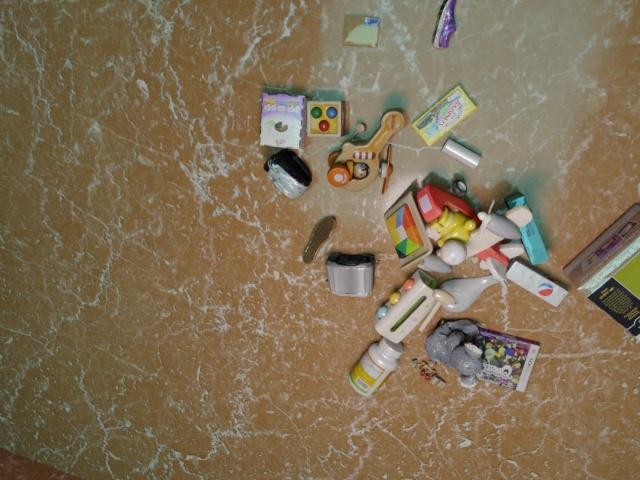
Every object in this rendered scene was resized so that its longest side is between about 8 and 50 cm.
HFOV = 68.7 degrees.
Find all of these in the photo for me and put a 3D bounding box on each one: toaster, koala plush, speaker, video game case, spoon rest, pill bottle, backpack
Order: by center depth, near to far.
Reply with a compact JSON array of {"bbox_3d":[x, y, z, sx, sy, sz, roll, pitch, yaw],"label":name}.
[{"bbox_3d":[0.500,-0.307,1.659,0.136,0.055,0.055,31,111,6],"label":"speaker"},{"bbox_3d":[0.520,0.426,1.744,0.204,0.221,0.196,1,110,-18],"label":"koala plush"},{"bbox_3d":[0.573,0.192,1.782,0.276,0.084,0.137,-26,96,34],"label":"spoon rest"},{"bbox_3d":[-0.122,-0.254,1.809,0.182,0.152,0.115,44,128,-4],"label":"backpack"},{"bbox_3d":[0.706,0.465,1.833,0.232,0.042,0.210,14,107,11],"label":"video game case"},{"bbox_3d":[0.129,0.135,1.851,0.227,0.129,0.146,1,110,13],"label":"toaster"},{"bbox_3d":[0.233,0.510,1.924,0.136,0.136,0.245,34,111,4],"label":"pill bottle"}]

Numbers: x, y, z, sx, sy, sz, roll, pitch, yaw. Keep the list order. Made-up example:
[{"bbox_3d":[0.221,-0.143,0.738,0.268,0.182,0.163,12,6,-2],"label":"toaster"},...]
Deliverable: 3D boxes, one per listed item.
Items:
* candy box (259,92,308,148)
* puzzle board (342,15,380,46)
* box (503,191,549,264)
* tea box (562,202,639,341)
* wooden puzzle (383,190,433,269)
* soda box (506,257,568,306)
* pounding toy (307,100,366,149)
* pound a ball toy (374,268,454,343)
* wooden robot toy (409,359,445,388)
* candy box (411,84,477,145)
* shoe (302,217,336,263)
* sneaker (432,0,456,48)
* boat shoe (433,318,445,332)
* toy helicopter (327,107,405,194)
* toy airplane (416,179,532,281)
[{"bbox_3d":[-0.139,-0.452,1.779,0.165,0.070,0.196,9,105,12],"label":"candy box"},{"bbox_3d":[0.143,-0.739,1.656,0.128,0.011,0.096,9,106,12],"label":"puzzle board"},{"bbox_3d":[0.725,-0.044,1.650,0.060,0.100,0.244,-23,99,18],"label":"box"},{"bbox_3d":[1.063,0.114,1.539,0.324,0.220,0.329,40,111,0],"label":"tea box"},{"bbox_3d":[0.302,-0.031,1.686,0.044,0.221,0.238,-9,74,-21],"label":"wooden puzzle"},{"bbox_3d":[0.781,0.148,1.707,0.216,0.069,0.073,31,111,4],"label":"soda box"},{"bbox_3d":[0.059,-0.420,1.726,0.206,0.094,0.180,4,107,15],"label":"pounding toy"},{"bbox_3d":[0.338,0.247,1.771,0.136,0.208,0.319,34,113,-11],"label":"pound a ball toy"},{"bbox_3d":[0.450,0.526,1.908,0.173,0.076,0.079,39,101,1],"label":"wooden robot toy"},{"bbox_3d":[0.435,-0.438,1.654,0.206,0.027,0.105,-39,96,22],"label":"candy box"},{"bbox_3d":[0.000,0.000,1.889,0.077,0.058,0.219,41,109,23],"label":"shoe"},{"bbox_3d":[0.425,-0.731,1.564,0.071,0.068,0.169,10,117,-3],"label":"sneaker"},{"bbox_3d":[0.477,0.381,1.868,0.049,0.056,0.152,15,119,6],"label":"boat shoe"},{"bbox_3d":[0.193,-0.314,1.692,0.235,0.140,0.355,26,124,-17],"label":"toy helicopter"},{"bbox_3d":[0.507,0.007,1.622,0.385,0.272,0.385,16,133,29],"label":"toy airplane"}]
